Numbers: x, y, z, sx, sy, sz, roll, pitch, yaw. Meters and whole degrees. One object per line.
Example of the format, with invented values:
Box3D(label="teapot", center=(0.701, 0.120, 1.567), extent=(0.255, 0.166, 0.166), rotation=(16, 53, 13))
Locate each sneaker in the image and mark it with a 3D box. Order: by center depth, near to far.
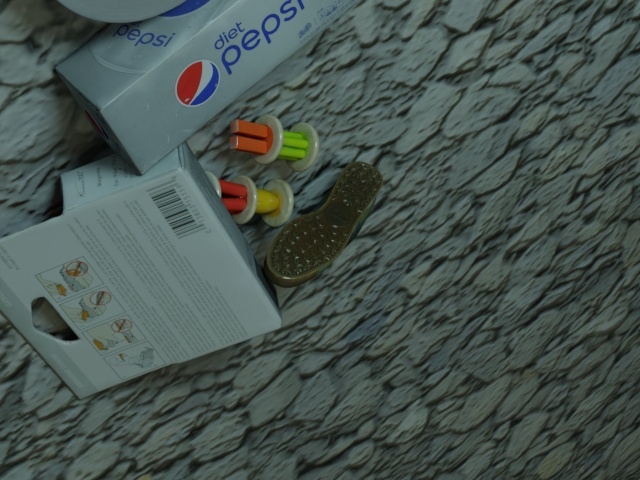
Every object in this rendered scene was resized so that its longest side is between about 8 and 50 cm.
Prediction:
Box3D(label="sneaker", center=(0.000, 0.000, 1.544), extent=(0.192, 0.064, 0.086), rotation=(-49, 169, -35))

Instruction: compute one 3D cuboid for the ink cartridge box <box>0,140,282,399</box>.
Box3D(label="ink cartridge box", center=(-0.196, 0.034, 1.428), extent=(0.238, 0.060, 0.275), rotation=(-20, 138, 8))

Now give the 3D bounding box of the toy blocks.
Box3D(label="toy blocks", center=(-0.085, -0.074, 1.452), extent=(0.148, 0.054, 0.123), rotation=(5, 117, -43))

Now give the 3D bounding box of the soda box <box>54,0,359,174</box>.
Box3D(label="soda box", center=(-0.098, -0.197, 1.317), extent=(0.286, 0.091, 0.098), rotation=(-40, 140, -10))

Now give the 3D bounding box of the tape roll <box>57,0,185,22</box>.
Box3D(label="tape roll", center=(-0.167, -0.298, 1.194), extent=(0.219, 0.072, 0.219), rotation=(-23, 132, -27))
